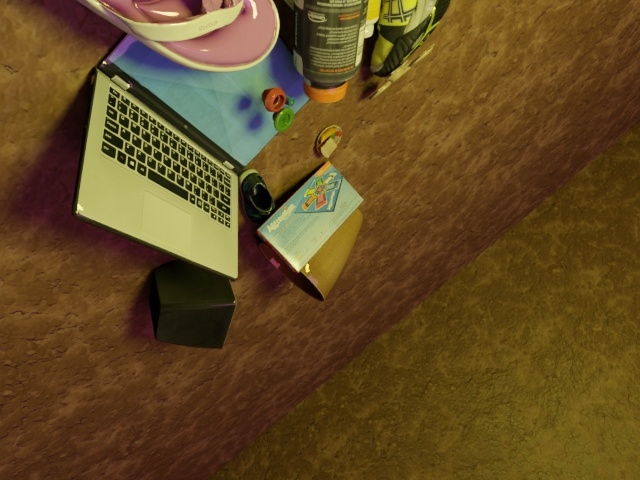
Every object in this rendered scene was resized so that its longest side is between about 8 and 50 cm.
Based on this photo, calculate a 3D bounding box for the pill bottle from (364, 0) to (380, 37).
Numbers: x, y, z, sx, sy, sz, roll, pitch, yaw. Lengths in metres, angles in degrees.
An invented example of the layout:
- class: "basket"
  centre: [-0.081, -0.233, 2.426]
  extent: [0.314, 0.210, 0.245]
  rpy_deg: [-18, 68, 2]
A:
- class: "pill bottle"
  centre: [0.087, -0.468, 0.870]
  extent: [0.065, 0.065, 0.116]
  rpy_deg: [-28, 146, -21]

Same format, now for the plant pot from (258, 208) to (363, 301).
- class: "plant pot"
  centre: [0.000, 0.000, 1.237]
  extent: [0.254, 0.237, 0.237]
  rpy_deg: [-48, 151, -15]

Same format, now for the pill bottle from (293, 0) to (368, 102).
- class: "pill bottle"
  centre: [0.015, -0.376, 0.789]
  extent: [0.130, 0.130, 0.246]
  rpy_deg: [-26, 146, -24]

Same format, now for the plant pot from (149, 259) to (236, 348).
- class: "plant pot"
  centre: [-0.331, 0.154, 1.101]
  extent: [0.167, 0.187, 0.188]
  rpy_deg: [-2, 133, -29]

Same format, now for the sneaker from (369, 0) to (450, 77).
- class: "sneaker"
  centre: [0.183, -0.503, 0.882]
  extent: [0.145, 0.147, 0.385]
  rpy_deg: [-49, 176, -34]

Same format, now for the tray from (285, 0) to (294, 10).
- class: "tray"
  centre: [0.022, -0.527, 0.761]
  extent: [0.270, 0.030, 0.145]
  rpy_deg: [-49, 147, 13]

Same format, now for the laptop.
- class: "laptop"
  centre: [-0.175, -0.184, 0.792]
  extent: [0.236, 0.408, 0.382]
  rpy_deg: [-14, 156, 22]

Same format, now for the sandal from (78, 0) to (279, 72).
- class: "sandal"
  centre: [-0.199, -0.330, 0.570]
  extent: [0.416, 0.102, 0.169]
  rpy_deg: [3, 107, -49]

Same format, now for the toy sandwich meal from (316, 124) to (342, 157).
- class: "toy sandwich meal"
  centre: [0.025, -0.250, 1.109]
  extent: [0.085, 0.029, 0.086]
  rpy_deg: [-28, 147, -20]

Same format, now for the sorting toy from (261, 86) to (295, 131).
- class: "sorting toy"
  centre: [-0.085, -0.262, 0.855]
  extent: [0.061, 0.042, 0.102]
  rpy_deg: [-47, 155, -13]

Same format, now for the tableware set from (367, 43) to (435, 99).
- class: "tableware set"
  centre: [0.182, -0.390, 1.020]
  extent: [0.141, 0.020, 0.168]
  rpy_deg: [-42, -170, -16]

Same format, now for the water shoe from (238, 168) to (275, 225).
- class: "water shoe"
  centre: [-0.149, -0.084, 1.079]
  extent: [0.073, 0.080, 0.203]
  rpy_deg: [-34, 148, -11]

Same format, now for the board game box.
- class: "board game box"
  centre: [-0.021, -0.064, 1.119]
  extent: [0.281, 0.145, 0.027]
  rpy_deg: [-47, -170, -26]
